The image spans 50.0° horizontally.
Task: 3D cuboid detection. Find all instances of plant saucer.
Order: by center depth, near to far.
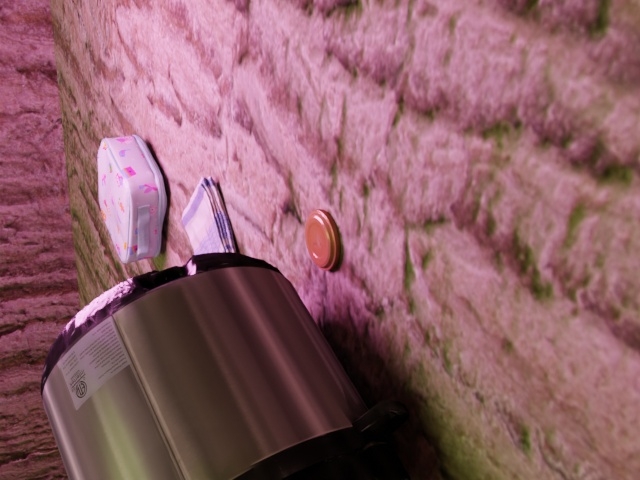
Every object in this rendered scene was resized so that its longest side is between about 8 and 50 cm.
[{"bbox_3d":[0.000,0.000,0.923,0.083,0.013,0.084,32,127,56],"label":"plant saucer"}]

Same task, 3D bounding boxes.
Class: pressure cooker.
[{"bbox_3d":[-0.115,0.276,0.845,0.420,0.375,0.370,56,143,29],"label":"pressure cooker"}]

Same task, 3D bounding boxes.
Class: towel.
[{"bbox_3d":[-0.201,0.044,1.299,0.209,0.034,0.285,-43,62,59],"label":"towel"}]

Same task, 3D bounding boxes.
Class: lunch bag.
[{"bbox_3d":[-0.445,-0.090,1.630,0.224,0.107,0.279,53,145,32],"label":"lunch bag"}]
